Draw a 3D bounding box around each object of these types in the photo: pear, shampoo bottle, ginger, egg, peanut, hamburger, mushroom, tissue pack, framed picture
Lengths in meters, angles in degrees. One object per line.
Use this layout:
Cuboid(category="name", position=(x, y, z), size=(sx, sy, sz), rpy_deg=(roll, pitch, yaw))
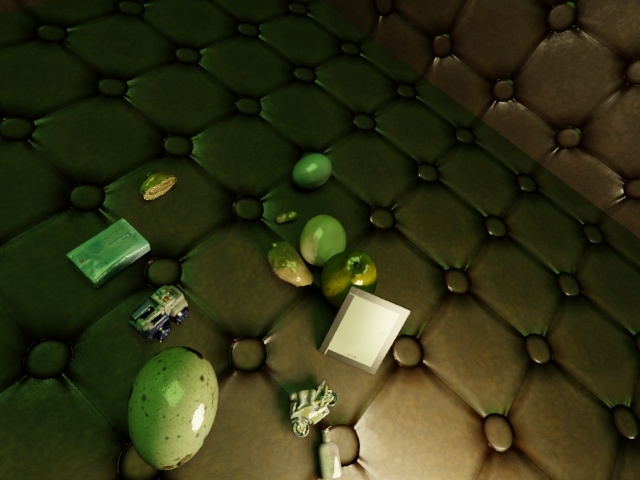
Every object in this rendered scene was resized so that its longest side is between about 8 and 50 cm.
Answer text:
Cuboid(category="pear", position=(0.125, 0.171, 1.758), size=(0.253, 0.307, 0.252), rpy_deg=(3, 62, -5))
Cuboid(category="shampoo bottle", position=(0.030, 0.794, 1.517), size=(0.080, 0.040, 0.165), rpy_deg=(-1, 60, -16))
Cuboid(category="ginger", position=(-0.144, 0.107, 1.816), size=(0.138, 0.152, 0.267), rpy_deg=(-40, 81, -1))
Cuboid(category="egg", position=(-0.487, 0.548, 1.361), size=(0.288, 0.287, 0.378), rpy_deg=(-2, 72, -18))
Cuboid(category="egg", position=(-0.044, -0.354, 2.094), size=(0.231, 0.168, 0.168), rpy_deg=(-34, 75, -26))
Cuboid(category="peanut", position=(-0.165, -0.114, 1.986), size=(0.113, 0.054, 0.053), rpy_deg=(-15, 66, -20))
Cuboid(category="hamburger", position=(-0.760, -0.262, 1.881), size=(0.102, 0.087, 0.176), rpy_deg=(39, 64, 22))
Cuboid(category="mushroom", position=(0.000, 0.000, 1.894), size=(0.246, 0.202, 0.245), rpy_deg=(-9, 104, -40))
Cuboid(category="tissue pack", position=(-0.859, 0.046, 1.661), size=(0.177, 0.089, 0.263), rpy_deg=(41, 58, 7))
Cuboid(category="framed picture", position=(0.174, 0.371, 1.667), size=(0.265, 0.346, 0.016), rpy_deg=(23, 19, -3))

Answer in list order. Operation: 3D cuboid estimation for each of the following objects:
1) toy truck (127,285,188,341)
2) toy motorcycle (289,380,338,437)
Cuboid(category="toy truck", position=(-0.617, 0.264, 1.553), size=(0.161, 0.177, 0.213), rpy_deg=(36, 58, 7))
Cuboid(category="toy motorcycle", position=(-0.047, 0.631, 1.571), size=(0.225, 0.073, 0.152), rpy_deg=(-37, 73, -30))
